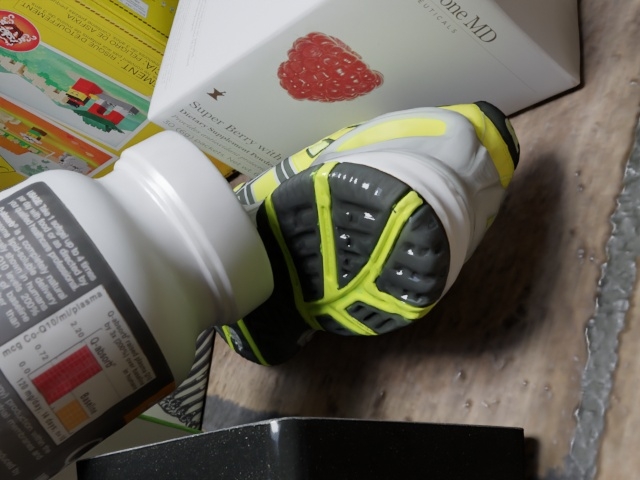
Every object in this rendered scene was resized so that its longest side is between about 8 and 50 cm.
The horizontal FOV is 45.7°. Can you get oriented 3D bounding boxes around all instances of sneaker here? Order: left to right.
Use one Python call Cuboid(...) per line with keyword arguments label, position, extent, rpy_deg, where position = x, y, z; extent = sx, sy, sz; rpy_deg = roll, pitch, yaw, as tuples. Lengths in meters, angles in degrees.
Cuboid(label="sneaker", position=(0.000, 0.000, 0.586), extent=(0.147, 0.145, 0.384), rpy_deg=(-37, 14, -30))

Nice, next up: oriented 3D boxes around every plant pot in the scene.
Cuboid(label="plant pot", position=(-0.006, 0.192, 0.402), extent=(0.187, 0.188, 0.167), rpy_deg=(-24, 61, 41))

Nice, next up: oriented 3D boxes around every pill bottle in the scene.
Cuboid(label="pill bottle", position=(-0.176, 0.056, 0.454), extent=(0.278, 0.162, 0.162), rpy_deg=(-34, 29, -21))

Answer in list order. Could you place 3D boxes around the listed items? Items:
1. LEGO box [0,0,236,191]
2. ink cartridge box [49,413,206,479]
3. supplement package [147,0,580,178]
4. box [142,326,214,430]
Cuboid(label="LEGO box", position=(-0.313, -0.221, 0.783), extent=(0.372, 0.500, 0.193), rpy_deg=(-24, 50, 40))
Cuboid(label="ink cartridge box", position=(-0.233, 0.224, 0.639), extent=(0.273, 0.198, 0.115), rpy_deg=(-27, 49, 40))
Cuboid(label="supplement package", position=(0.028, -0.175, 0.601), extent=(0.293, 0.177, 0.175), rpy_deg=(-21, 51, 44))
Cuboid(label="box", position=(-0.169, 0.063, 0.747), extent=(0.094, 0.113, 0.275), rpy_deg=(-24, 51, 41))
